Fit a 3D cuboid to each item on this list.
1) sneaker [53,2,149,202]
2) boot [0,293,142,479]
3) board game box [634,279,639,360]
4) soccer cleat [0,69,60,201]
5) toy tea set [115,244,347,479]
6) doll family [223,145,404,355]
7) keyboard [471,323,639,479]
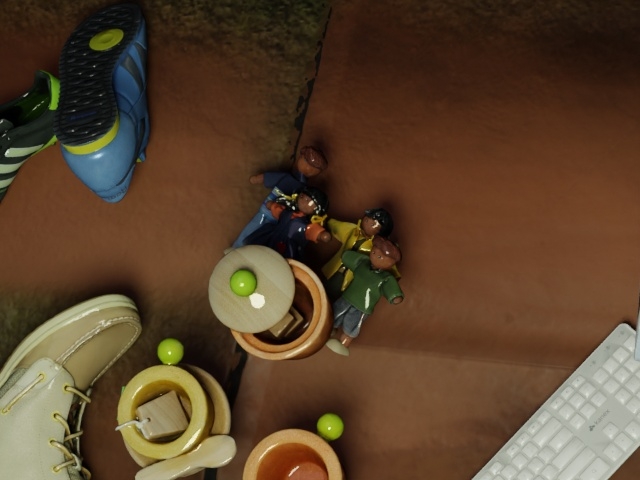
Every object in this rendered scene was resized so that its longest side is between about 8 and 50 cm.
[{"bbox_3d":[-0.178,-0.117,1.579,0.069,0.082,0.209,-12,42,13],"label":"sneaker"},{"bbox_3d":[-0.195,0.158,1.438,0.213,0.077,0.165,-40,57,4],"label":"boot"},{"bbox_3d":[0.371,-0.033,1.208,0.318,0.066,0.319,8,44,7],"label":"board game box"},{"bbox_3d":[-0.280,-0.073,1.586,0.179,0.072,0.060,-47,58,-5],"label":"soccer cleat"},{"bbox_3d":[-0.071,0.169,1.315,0.200,0.124,0.336,-6,76,13],"label":"toy tea set"},{"bbox_3d":[0.000,0.000,1.440,0.193,0.076,0.111,36,101,26],"label":"doll family"},{"bbox_3d":[0.155,0.172,1.333,0.256,0.014,0.072,-46,58,-5],"label":"keyboard"}]
